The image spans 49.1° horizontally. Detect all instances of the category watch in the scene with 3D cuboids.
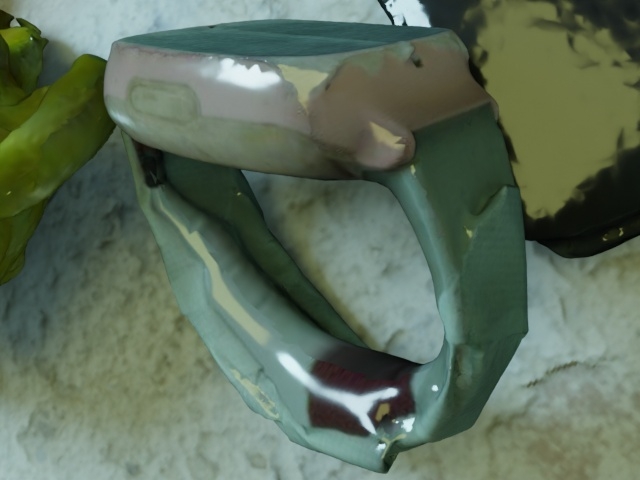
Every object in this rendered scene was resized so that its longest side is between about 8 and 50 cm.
[{"bbox_3d":[0.000,0.000,0.419,0.253,0.161,0.241,17,121,38],"label":"watch"}]

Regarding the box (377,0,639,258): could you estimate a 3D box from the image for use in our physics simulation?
[{"bbox_3d":[0.211,-0.202,0.435,0.359,0.091,0.350,-25,77,11],"label":"box"}]

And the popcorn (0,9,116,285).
[{"bbox_3d":[-0.288,-0.051,0.451,0.325,0.321,0.290,1,88,-2],"label":"popcorn"}]
